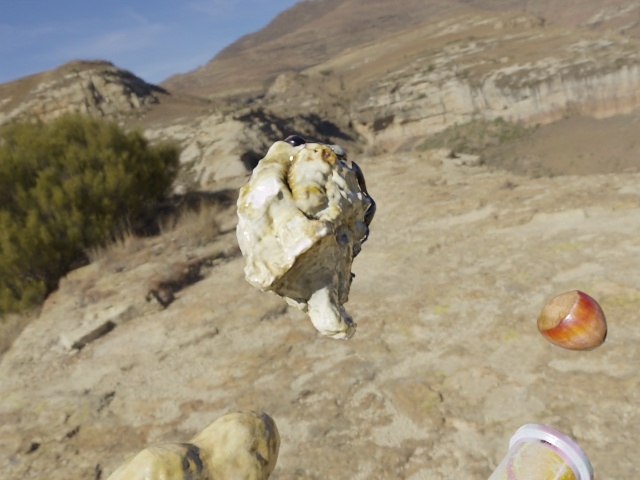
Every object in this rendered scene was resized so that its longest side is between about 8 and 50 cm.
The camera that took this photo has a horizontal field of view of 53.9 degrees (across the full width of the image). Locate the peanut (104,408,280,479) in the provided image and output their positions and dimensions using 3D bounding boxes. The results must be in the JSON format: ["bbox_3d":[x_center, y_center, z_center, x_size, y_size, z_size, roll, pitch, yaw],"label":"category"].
[{"bbox_3d":[-0.231,0.415,1.063,0.387,0.192,0.169,-25,26,-34],"label":"peanut"}]

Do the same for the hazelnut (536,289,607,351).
[{"bbox_3d":[0.323,0.105,0.799,0.086,0.086,0.086,-14,13,3],"label":"hazelnut"}]

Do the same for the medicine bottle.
[{"bbox_3d":[0.160,0.370,0.678,0.108,0.108,0.426,-1,24,46],"label":"medicine bottle"}]

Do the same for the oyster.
[{"bbox_3d":[0.000,0.000,0.584,0.163,0.191,0.081,-34,17,-26],"label":"oyster"}]
